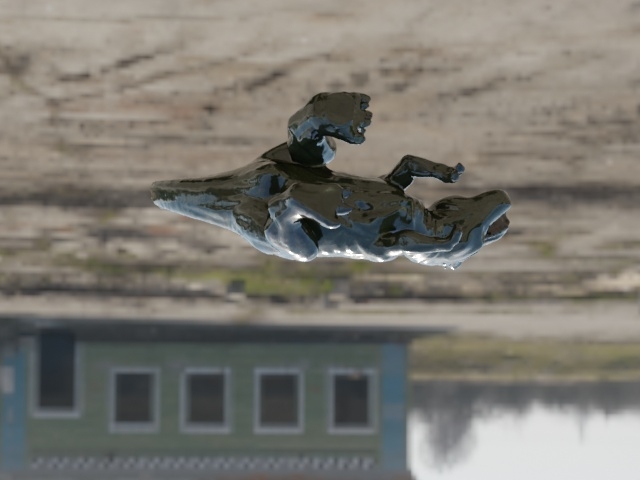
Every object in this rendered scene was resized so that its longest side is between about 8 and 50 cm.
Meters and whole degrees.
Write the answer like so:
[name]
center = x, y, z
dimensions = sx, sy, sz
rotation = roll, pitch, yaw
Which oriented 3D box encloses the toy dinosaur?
[toy dinosaur]
center = 0.000, 0.000, 0.876
dimensions = 0.187, 0.087, 0.179
rotation = 22, 148, -11
